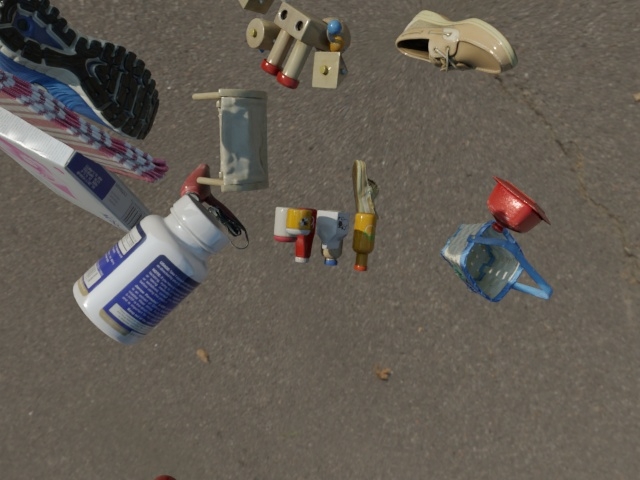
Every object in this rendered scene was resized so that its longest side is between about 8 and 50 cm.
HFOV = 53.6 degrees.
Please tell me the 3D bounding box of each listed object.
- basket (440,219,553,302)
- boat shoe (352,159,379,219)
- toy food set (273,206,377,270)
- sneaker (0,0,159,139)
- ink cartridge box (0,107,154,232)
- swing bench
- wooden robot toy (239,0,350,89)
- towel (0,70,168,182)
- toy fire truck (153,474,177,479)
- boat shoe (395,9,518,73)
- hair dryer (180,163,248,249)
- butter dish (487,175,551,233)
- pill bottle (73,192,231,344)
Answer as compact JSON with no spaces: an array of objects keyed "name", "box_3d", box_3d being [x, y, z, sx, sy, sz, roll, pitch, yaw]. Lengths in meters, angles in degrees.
[{"name":"basket","box_3d":[0.522,0.070,1.879,0.255,0.289,0.201,45,72,-25]},{"name":"boat shoe","box_3d":[0.086,-0.091,1.172,0.045,0.050,0.135,-10,129,-2]},{"name":"toy food set","box_3d":[0.000,0.000,1.079,0.111,0.232,0.104,8,95,32]},{"name":"sneaker","box_3d":[-0.400,-0.271,1.005,0.147,0.330,0.129,5,68,40]},{"name":"ink cartridge box","box_3d":[-0.517,-0.148,1.213,0.330,0.324,0.071,24,74,17]},{"name":"swing bench","box_3d":[-0.225,-0.268,1.693,0.165,0.255,0.253,-5,102,-26]},{"name":"wooden robot toy","box_3d":[-0.011,-0.186,0.589,0.173,0.079,0.076,46,123,33]},{"name":"towel","box_3d":[-0.271,-0.124,0.676,0.197,0.144,0.029,34,79,-38]},{"name":"toy fire truck","box_3d":[-0.171,0.491,0.819,0.302,0.169,0.254,39,95,7]},{"name":"boat shoe","box_3d":[0.301,-0.428,1.434,0.110,0.341,0.121,-43,128,-5]},{"name":"hair dryer","box_3d":[-0.335,-0.108,1.918,0.080,0.224,0.293,-26,69,18]},{"name":"butter dish","box_3d":[0.493,-0.070,1.641,0.118,0.160,0.160,-50,57,12]},{"name":"pill bottle","box_3d":[-0.209,0.033,0.812,0.187,0.112,0.112,-43,97,0]}]
